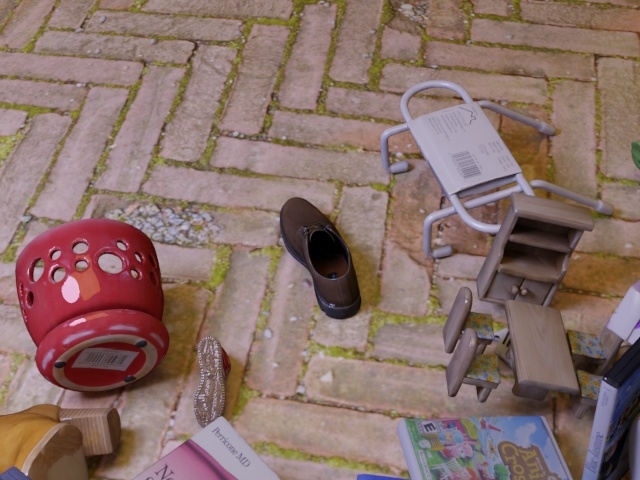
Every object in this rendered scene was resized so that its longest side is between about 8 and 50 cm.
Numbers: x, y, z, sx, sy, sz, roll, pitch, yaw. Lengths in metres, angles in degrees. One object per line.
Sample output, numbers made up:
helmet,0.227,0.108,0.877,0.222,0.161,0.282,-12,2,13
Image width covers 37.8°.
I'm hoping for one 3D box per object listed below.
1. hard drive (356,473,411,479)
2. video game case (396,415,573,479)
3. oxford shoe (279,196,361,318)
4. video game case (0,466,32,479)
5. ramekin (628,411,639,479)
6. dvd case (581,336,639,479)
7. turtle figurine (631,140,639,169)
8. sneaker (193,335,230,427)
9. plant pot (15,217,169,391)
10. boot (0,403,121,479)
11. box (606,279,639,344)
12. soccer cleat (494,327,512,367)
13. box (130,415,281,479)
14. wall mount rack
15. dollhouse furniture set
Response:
hard drive,0.119,0.411,0.997,0.210,0.040,0.319,5,47,9
video game case,0.202,0.288,1.048,0.193,0.023,0.212,2,42,-17
oxford shoe,0.000,0.000,1.358,0.082,0.096,0.227,-21,47,-13
video game case,-0.233,0.367,0.907,0.196,0.274,0.026,28,41,27
ramekin,0.414,0.284,0.944,0.135,0.277,0.277,-12,46,4
dvd case,0.358,0.181,1.049,0.022,0.253,0.180,32,56,33
turtle figurine,0.617,-0.182,1.388,0.266,0.198,0.274,-37,10,-6
sneaker,-0.142,0.189,1.233,0.042,0.067,0.118,0,77,2
plant pot,-0.298,0.095,1.233,0.191,0.191,0.174,-13,55,-8
boot,-0.365,0.257,1.065,0.211,0.104,0.295,-8,4,4
box,0.459,0.057,1.192,0.063,0.067,0.324,38,34,22
soccer cleat,0.251,0.151,1.243,0.035,0.029,0.083,-14,45,7
box,-0.151,0.334,1.031,0.232,0.127,0.148,-34,53,-24
wall mount rack,0.266,-0.113,1.430,0.304,0.130,0.350,-16,48,-6
dollhouse furniture set,0.278,0.080,1.179,0.212,0.161,0.242,11,38,-7
